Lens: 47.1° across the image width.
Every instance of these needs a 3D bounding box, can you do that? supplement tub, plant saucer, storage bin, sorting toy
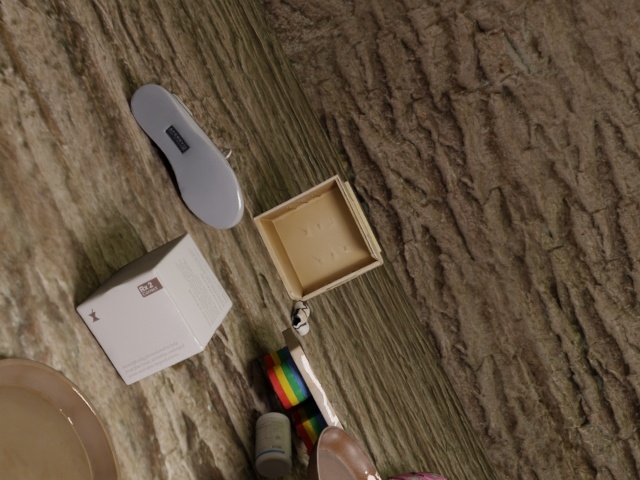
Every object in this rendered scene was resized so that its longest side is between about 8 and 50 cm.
[{"bbox_3d":[-0.091,0.395,1.417,0.071,0.071,0.107,53,18,-32],"label":"supplement tub"},{"bbox_3d":[-0.340,0.274,0.870,0.277,0.041,0.278,56,16,-25],"label":"plant saucer"},{"bbox_3d":[0.000,0.000,2.005,0.260,0.262,0.123,65,13,7],"label":"storage bin"},{"bbox_3d":[0.058,0.472,1.254,0.310,0.050,0.310,56,15,-23],"label":"plant saucer"},{"bbox_3d":[-0.035,0.332,1.551,0.255,0.089,0.257,63,-5,-4],"label":"sorting toy"}]

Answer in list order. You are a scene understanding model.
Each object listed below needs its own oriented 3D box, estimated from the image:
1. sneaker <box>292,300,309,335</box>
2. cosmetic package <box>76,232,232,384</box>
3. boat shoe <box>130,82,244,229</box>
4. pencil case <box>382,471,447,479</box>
[{"bbox_3d":[-0.054,0.196,1.923,0.043,0.040,0.109,49,21,-37],"label":"sneaker"},{"bbox_3d":[-0.261,0.106,1.191,0.151,0.151,0.183,60,17,-12],"label":"cosmetic package"},{"bbox_3d":[-0.285,-0.191,1.677,0.367,0.136,0.156,53,13,0],"label":"boat shoe"},{"bbox_3d":[0.231,0.674,1.846,0.386,0.167,0.160,30,68,-62],"label":"pencil case"}]
